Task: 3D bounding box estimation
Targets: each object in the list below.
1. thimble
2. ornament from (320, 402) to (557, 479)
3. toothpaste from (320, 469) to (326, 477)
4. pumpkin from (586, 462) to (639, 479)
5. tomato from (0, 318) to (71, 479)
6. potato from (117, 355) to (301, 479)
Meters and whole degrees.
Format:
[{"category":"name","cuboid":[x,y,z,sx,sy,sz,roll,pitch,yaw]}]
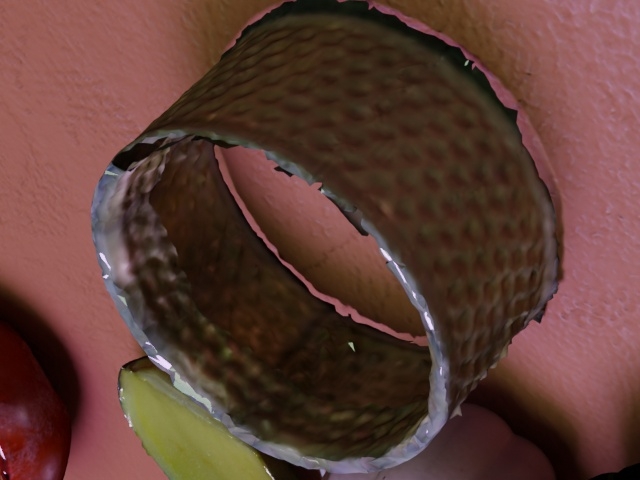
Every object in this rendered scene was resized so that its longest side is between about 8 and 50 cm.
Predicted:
[{"category":"thimble","cuboid":[0.000,0.000,1.171,0.271,0.150,0.270,22,136,23]},{"category":"ornament","cuboid":[0.076,0.200,1.272,0.177,0.177,0.177,22,135,24]},{"category":"toothpaste","cuboid":[0.053,0.248,1.421,0.089,0.057,0.234,3,119,36]},{"category":"pumpkin","cuboid":[0.223,0.233,1.157,0.221,0.162,0.220,4,135,4]},{"category":"tomato","cuboid":[-0.281,0.138,1.563,0.228,0.101,0.228,35,143,32]},{"category":"potato","cuboid":[-0.074,0.163,1.449,0.198,0.054,0.119,40,140,11]}]
